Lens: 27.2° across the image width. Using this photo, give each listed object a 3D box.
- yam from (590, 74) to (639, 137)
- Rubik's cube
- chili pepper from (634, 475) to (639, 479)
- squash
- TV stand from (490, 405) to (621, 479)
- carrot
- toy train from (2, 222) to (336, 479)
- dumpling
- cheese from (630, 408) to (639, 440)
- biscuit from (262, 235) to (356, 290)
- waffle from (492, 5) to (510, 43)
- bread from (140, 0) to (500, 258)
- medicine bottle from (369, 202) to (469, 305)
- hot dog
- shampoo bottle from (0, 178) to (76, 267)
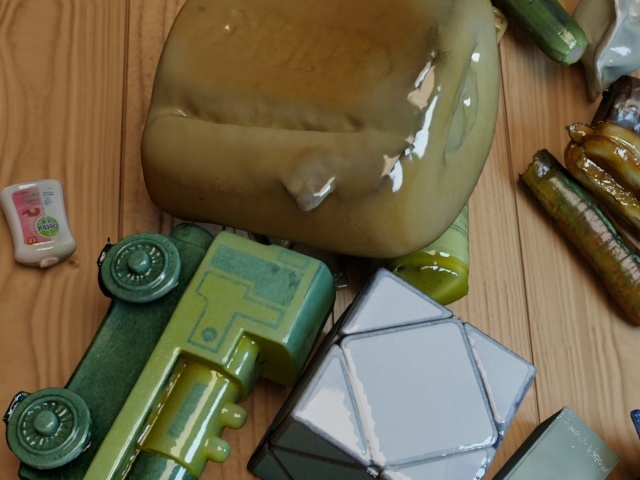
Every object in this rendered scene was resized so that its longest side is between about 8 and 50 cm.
[{"bbox_3d":[0.493,-0.122,1.728,0.280,0.131,0.131,21,61,-4],"label":"yam"},{"bbox_3d":[0.073,0.190,1.406,0.205,0.205,0.207,34,60,1],"label":"Rubik's cube"},{"bbox_3d":[0.345,0.350,1.461,0.264,0.116,0.148,-22,69,-25],"label":"chili pepper"},{"bbox_3d":[0.276,-0.326,1.776,0.066,0.066,0.229,-21,60,-24],"label":"squash"},{"bbox_3d":[0.211,0.310,1.462,0.088,0.083,0.269,45,61,5],"label":"TV stand"},{"bbox_3d":[0.344,-0.003,1.661,0.070,0.070,0.260,-32,76,-27],"label":"carrot"},{"bbox_3d":[-0.158,0.154,1.359,0.237,0.150,0.369,19,63,15],"label":"toy train"},{"bbox_3d":[0.400,-0.304,1.777,0.124,0.151,0.229,10,61,18],"label":"dumpling"},{"bbox_3d":[0.484,0.281,1.511,0.320,0.083,0.204,28,28,-22],"label":"cheese"},{"bbox_3d":[0.000,0.000,1.581,0.119,0.019,0.130,37,61,3],"label":"biscuit"},{"bbox_3d":[0.178,-0.306,1.779,0.153,0.023,0.097,34,60,0],"label":"waffle"},{"bbox_3d":[0.000,-0.147,1.460,0.376,0.253,0.348,10,69,26],"label":"bread"},{"bbox_3d":[0.119,-0.033,1.576,0.124,0.124,0.239,10,63,-12],"label":"medicine bottle"},{"bbox_3d":[0.399,-0.074,1.662,0.249,0.102,0.076,38,51,-22],"label":"hot dog"},{"bbox_3d":[-0.315,-0.015,1.481,0.072,0.043,0.099,-10,68,-21],"label":"shampoo bottle"}]
